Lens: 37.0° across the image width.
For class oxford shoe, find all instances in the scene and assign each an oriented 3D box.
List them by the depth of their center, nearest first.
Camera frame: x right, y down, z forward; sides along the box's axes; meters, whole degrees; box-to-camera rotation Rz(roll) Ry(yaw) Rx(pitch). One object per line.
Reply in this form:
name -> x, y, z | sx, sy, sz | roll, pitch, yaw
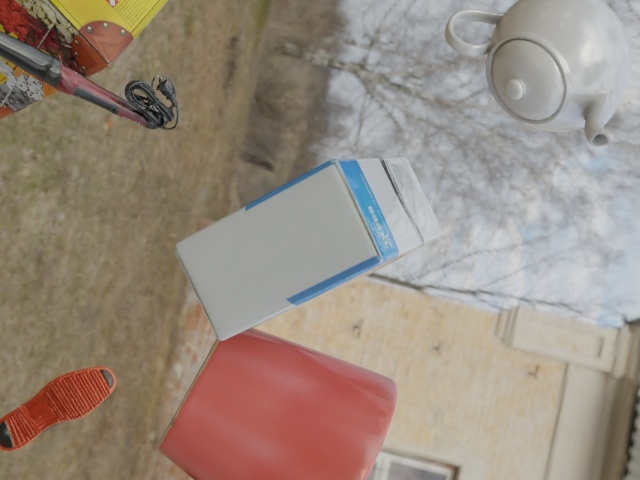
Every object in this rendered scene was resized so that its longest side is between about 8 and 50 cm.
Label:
oxford shoe -> -0.551, 0.339, 1.992 | 0.097, 0.271, 0.098 | 63, -6, -1

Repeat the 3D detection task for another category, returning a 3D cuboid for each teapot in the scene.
teapot -> 0.356, -0.280, 1.543 | 0.187, 0.252, 0.256 | -32, -163, -33

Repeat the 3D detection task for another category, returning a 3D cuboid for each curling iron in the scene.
curling iron -> -0.278, -0.192, 1.046 | 0.068, 0.274, 0.035 | -58, -158, 25

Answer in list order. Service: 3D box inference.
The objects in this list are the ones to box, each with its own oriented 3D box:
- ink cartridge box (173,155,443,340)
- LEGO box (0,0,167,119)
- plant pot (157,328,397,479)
ink cartridge box -> 0.000, 0.000, 1.179 | 0.129, 0.223, 0.307 | 64, 20, 4
LEGO box -> -0.342, -0.448, 1.465 | 0.372, 0.193, 0.500 | -9, -139, 47
plant pot -> -0.066, 0.249, 1.277 | 0.275, 0.243, 0.275 | -61, -178, 4
